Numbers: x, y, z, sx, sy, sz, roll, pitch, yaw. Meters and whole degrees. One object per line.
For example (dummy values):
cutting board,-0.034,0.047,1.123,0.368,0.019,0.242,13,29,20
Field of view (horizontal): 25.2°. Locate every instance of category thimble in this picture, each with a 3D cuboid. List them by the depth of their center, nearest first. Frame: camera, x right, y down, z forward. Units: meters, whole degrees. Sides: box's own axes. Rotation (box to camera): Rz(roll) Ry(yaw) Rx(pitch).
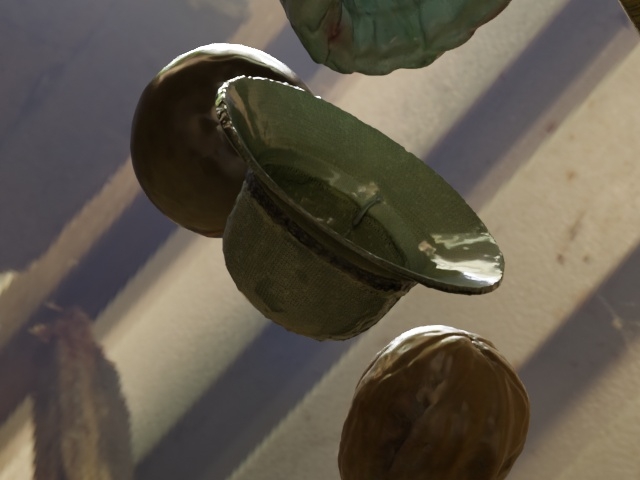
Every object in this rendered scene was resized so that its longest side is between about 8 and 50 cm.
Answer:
thimble,0.061,-0.234,1.077,0.211,0.185,0.149,-20,-121,1

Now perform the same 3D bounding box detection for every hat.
hat,0.000,0.000,1.098,0.130,0.257,0.257,-54,-139,22

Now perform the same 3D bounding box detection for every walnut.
walnut,0.133,0.230,1.715,0.225,0.225,0.261,34,-72,49

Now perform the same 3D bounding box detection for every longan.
longan,-0.105,-0.112,1.715,0.248,0.248,0.248,-23,-126,36

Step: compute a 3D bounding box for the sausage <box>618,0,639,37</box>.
sausage,0.385,-0.322,1.638,0.123,0.347,0.123,-32,-168,7
